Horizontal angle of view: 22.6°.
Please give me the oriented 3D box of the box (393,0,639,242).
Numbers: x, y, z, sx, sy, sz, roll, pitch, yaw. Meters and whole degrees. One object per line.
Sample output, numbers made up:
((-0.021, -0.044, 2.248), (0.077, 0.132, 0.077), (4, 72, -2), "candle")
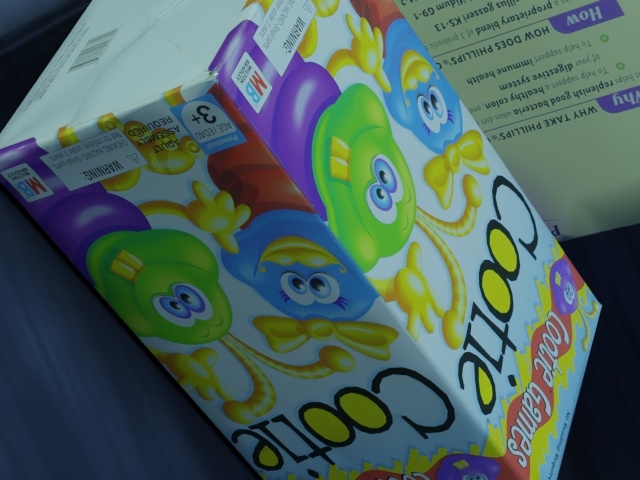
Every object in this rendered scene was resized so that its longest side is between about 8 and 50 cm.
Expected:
((0.105, -0.124, 0.898), (0.243, 0.213, 0.117), (54, 40, -26), "box")

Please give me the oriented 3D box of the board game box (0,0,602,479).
((0.000, 0.000, 0.768), (0.275, 0.142, 0.144), (52, 41, -28), "board game box")
